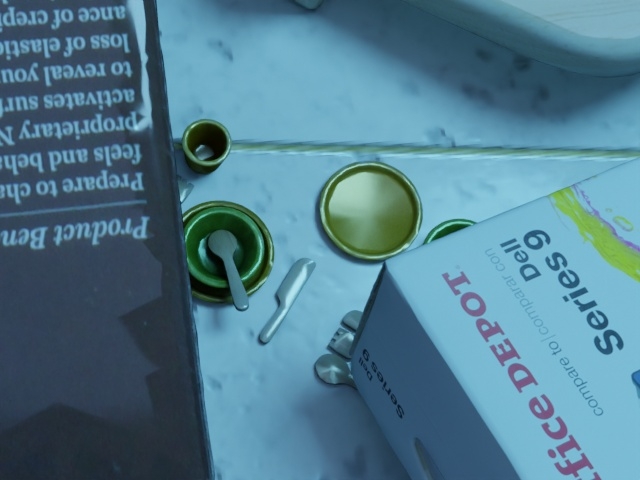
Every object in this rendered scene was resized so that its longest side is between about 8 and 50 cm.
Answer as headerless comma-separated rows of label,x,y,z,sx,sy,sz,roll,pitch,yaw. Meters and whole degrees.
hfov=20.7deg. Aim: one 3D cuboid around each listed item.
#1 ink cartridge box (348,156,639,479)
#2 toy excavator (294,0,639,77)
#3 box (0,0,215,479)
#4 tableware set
ink cartridge box,0.141,0.053,0.720,0.212,0.093,0.154,-21,63,-21
toy excavator,0.246,-0.146,0.783,0.445,0.222,0.433,-37,80,-9
box,-0.161,-0.086,0.635,0.191,0.143,0.381,-5,85,-16
tableware set,0.000,0.000,0.780,0.154,0.024,0.104,31,70,3
